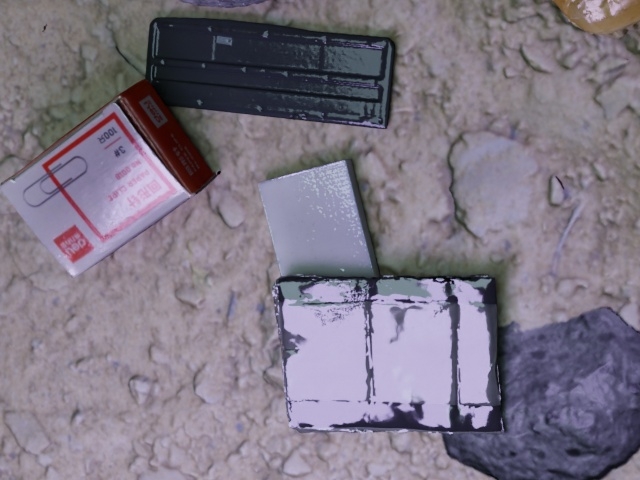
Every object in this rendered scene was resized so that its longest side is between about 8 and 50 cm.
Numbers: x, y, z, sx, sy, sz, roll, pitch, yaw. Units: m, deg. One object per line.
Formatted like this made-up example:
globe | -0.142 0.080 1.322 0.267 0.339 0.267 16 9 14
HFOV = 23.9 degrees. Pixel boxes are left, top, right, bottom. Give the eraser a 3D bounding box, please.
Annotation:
eraser | 0.000 0.000 1.565 0.104 0.023 0.150 -14 90 21

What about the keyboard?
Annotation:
keyboard | -0.108 -0.180 1.584 0.381 0.041 0.103 8 98 13

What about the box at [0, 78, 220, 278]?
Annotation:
box | -0.222 -0.064 1.588 0.182 0.099 0.133 -32 100 21

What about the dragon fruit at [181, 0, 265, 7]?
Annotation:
dragon fruit | -0.137 -0.361 1.482 0.221 0.204 0.283 -13 90 22

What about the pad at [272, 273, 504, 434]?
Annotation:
pad | 0.068 0.118 1.538 0.233 0.022 0.174 0 104 17

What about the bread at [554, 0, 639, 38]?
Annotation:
bread | 0.309 -0.289 1.377 0.236 0.106 0.140 -40 80 19
